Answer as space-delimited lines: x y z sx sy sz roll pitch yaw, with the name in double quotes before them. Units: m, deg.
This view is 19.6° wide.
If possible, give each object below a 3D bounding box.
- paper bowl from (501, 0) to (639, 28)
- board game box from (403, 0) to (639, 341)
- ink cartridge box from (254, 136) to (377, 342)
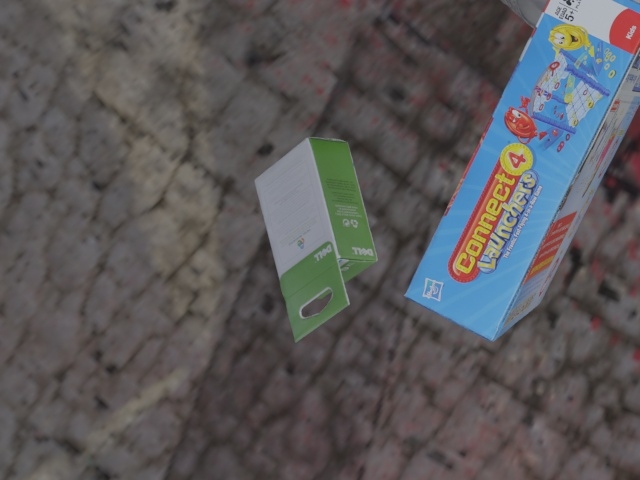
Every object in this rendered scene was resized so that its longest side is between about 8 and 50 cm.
"paper bowl" 0.294 -0.329 1.845 0.148 0.284 0.284 49 126 30
"board game box" 0.204 -0.077 1.646 0.086 0.308 0.302 27 99 11
"ink cartridge box" 0.000 0.000 2.094 0.109 0.062 0.209 -36 60 43
